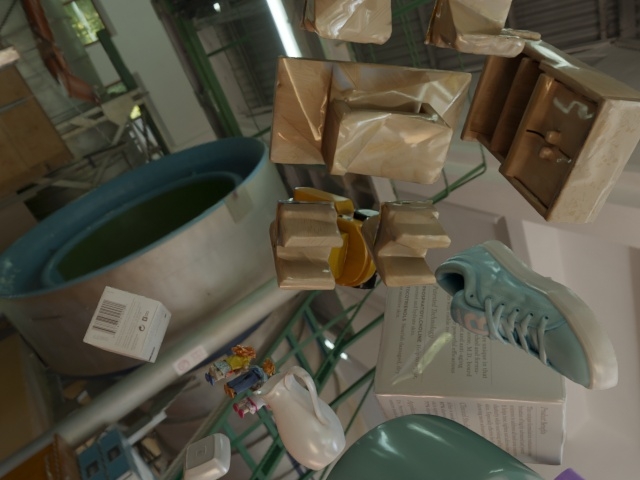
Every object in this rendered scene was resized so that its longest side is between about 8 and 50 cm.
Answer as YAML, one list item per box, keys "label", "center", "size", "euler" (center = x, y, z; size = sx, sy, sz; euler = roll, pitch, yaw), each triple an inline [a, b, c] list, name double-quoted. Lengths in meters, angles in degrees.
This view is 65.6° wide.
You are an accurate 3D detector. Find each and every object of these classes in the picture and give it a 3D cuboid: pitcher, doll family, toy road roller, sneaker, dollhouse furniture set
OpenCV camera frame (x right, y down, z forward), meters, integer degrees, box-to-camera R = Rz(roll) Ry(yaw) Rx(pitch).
- label: "pitcher"
  center: [-0.030, 0.367, 1.046]
  size: [0.207, 0.125, 0.178]
  euler: [52, -40, 6]
- label: "doll family"
  center: [-0.230, 0.408, 1.525]
  size: [0.262, 0.163, 0.119]
  euler: [32, -50, 38]
- label: "toy road roller"
  center: [0.000, 0.000, 1.260]
  size: [0.329, 0.240, 0.203]
  euler: [21, -71, 32]
- label: "sneaker"
  center: [0.294, 0.123, 0.785]
  size: [0.366, 0.150, 0.135]
  euler: [-117, -175, -68]
- label: "dollhouse furniture set"
  center: [0.133, -0.160, 0.616]
  size: [0.257, 0.393, 0.362]
  euler: [-108, -158, -52]

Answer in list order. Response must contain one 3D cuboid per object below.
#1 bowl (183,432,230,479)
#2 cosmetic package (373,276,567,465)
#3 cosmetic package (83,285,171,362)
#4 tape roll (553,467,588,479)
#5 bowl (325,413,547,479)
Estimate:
- label: "bowl"
  center: [-0.333, 0.625, 1.432]
  size: [0.142, 0.142, 0.053]
  euler: [-112, 179, -62]
- label: "cosmetic package"
  center: [0.371, 0.317, 1.227]
  size: [0.393, 0.328, 0.330]
  euler: [-3, -45, 20]
- label: "cosmetic package"
  center: [-0.510, 0.231, 1.338]
  size: [0.151, 0.152, 0.184]
  euler: [16, -19, -1]
- label: "tape roll"
  center: [0.526, 0.654, 1.122]
  size: [0.090, 0.274, 0.275]
  euler: [37, -28, 42]
- label: "bowl"
  center: [0.151, 0.339, 0.488]
  size: [0.312, 0.311, 0.163]
  euler: [57, -30, -2]
